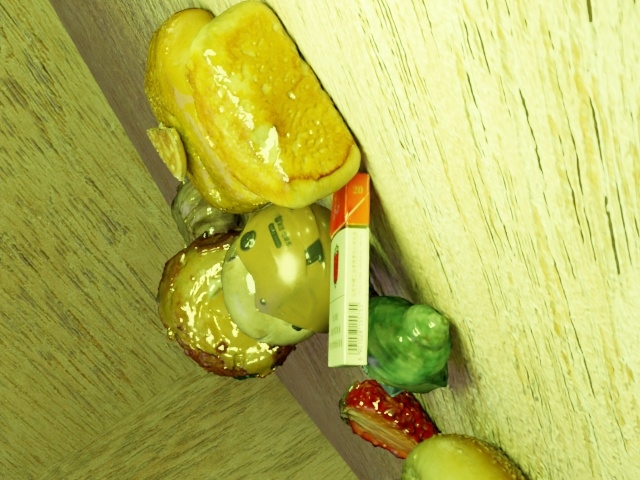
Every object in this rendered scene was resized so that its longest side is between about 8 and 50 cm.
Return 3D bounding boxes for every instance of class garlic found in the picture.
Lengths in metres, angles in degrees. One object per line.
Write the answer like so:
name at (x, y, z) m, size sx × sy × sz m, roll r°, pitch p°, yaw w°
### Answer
garlic at (-0.271, -0.045, 2.362) m, size 0.245 × 0.160 × 0.245 m, roll 165°, pitch 90°, yaw -70°

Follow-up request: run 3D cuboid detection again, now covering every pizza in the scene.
pizza at (-0.227, -0.150, 1.458) m, size 0.100 × 0.029 × 0.099 m, roll 54°, pitch 155°, yaw 4°

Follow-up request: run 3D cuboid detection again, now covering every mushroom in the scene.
mushroom at (-0.081, 0.076, 1.759) m, size 0.184 × 0.255 × 0.255 m, roll -4°, pitch 127°, yaw 36°

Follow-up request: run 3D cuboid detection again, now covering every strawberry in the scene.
strawberry at (0.155, 0.340, 1.819) m, size 0.236 × 0.111 × 0.190 m, roll 30°, pitch 153°, yaw 9°

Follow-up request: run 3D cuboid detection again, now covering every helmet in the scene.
helmet at (-0.011, 0.023, 1.389) m, size 0.198 × 0.130 × 0.224 m, roll 24°, pitch -136°, yaw -40°

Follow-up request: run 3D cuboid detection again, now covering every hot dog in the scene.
hot dog at (-0.068, -0.159, 1.190) m, size 0.256 × 0.150 × 0.153 m, roll 57°, pitch 159°, yaw -4°

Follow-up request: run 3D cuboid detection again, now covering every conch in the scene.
conch at (0.120, 0.149, 1.329) m, size 0.176 × 0.122 × 0.188 m, roll 41°, pitch 172°, yaw -3°

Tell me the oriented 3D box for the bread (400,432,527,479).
bread at (0.220, 0.393, 1.473) m, size 0.192 × 0.171 × 0.314 m, roll 53°, pitch 168°, yaw 25°

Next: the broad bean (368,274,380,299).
broad bean at (0.000, 0.000, 1.584) m, size 0.292 × 0.049 × 0.144 m, roll 44°, pitch 167°, yaw 43°

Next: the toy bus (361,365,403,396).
toy bus at (0.083, 0.153, 1.629) m, size 0.236 × 0.079 × 0.094 m, roll 50°, pitch 152°, yaw 25°

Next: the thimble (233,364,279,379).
thimble at (-0.194, 0.233, 2.572) m, size 0.167 × 0.254 × 0.288 m, roll 44°, pitch 138°, yaw 35°

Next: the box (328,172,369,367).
box at (0.037, 0.043, 1.244) m, size 0.139 × 0.035 × 0.245 m, roll 132°, pitch 139°, yaw -79°

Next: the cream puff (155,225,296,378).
cream puff at (-0.174, 0.130, 2.043) m, size 0.350 × 0.350 × 0.228 m, roll 54°, pitch 175°, yaw 10°

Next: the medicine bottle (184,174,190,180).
medicine bottle at (-0.218, -0.176, 1.812) m, size 0.094 × 0.119 × 0.188 m, roll 61°, pitch 169°, yaw -9°

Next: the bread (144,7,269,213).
bread at (-0.181, -0.196, 1.526) m, size 0.328 × 0.148 × 0.337 m, roll 58°, pitch 168°, yaw -11°
